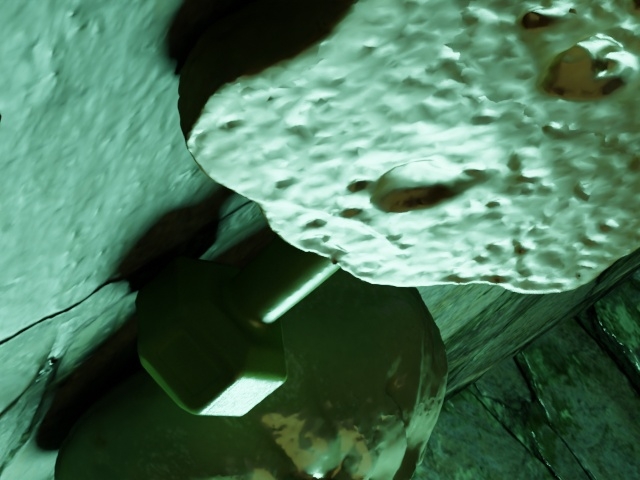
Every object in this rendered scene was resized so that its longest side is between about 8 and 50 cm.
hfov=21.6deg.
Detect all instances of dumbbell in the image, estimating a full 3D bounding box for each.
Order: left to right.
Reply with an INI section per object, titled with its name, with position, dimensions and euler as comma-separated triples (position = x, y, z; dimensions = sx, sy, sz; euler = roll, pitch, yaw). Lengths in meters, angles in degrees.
[dumbbell]
position = 0.000, 0.000, 1.147
dimensions = 0.302, 0.121, 0.108
euler = -42, -177, 24

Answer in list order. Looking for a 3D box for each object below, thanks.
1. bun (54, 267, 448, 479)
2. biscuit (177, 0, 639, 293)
[bun]
position = -0.046, 0.179, 1.459
dimensions = 0.365, 0.219, 0.365
euler = -33, 163, -11
[biscuit]
position = 0.134, -0.091, 0.932
dimensions = 0.365, 0.062, 0.385
euler = -32, 144, 28
